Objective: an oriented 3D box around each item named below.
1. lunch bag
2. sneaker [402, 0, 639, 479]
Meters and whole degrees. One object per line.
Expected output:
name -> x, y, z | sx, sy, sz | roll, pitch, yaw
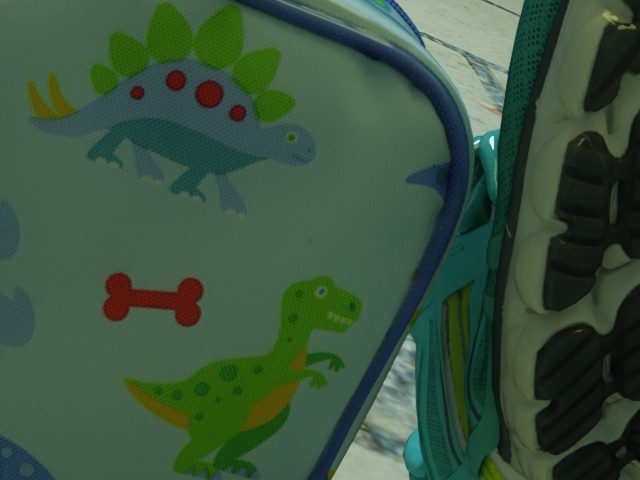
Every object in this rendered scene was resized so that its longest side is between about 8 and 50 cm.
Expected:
lunch bag -> -0.087, -0.012, 0.372 | 0.219, 0.176, 0.090 | 20, 18, -15
sneaker -> 0.058, 0.013, 0.427 | 0.107, 0.275, 0.110 | -28, 55, -24
